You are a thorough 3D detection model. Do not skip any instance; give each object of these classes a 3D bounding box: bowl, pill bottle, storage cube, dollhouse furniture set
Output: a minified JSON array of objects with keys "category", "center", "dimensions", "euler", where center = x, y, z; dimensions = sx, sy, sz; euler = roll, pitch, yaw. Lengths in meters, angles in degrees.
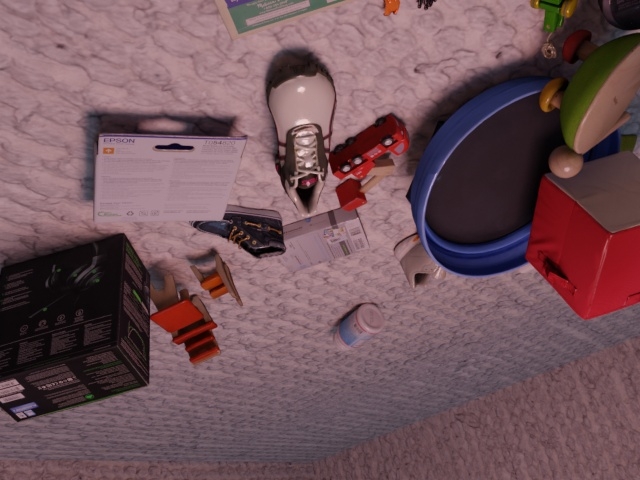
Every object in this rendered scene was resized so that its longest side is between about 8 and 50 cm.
[{"category":"bowl","center":[0.338,-0.107,1.135],"dimensions":[0.390,0.077,0.391],"euler":[-13,132,-15]},{"category":"pill bottle","center":[0.101,0.244,1.764],"dimensions":[0.087,0.087,0.160],"euler":[5,146,-32]},{"category":"storage cube","center":[0.494,-0.012,1.107],"dimensions":[0.214,0.184,0.193],"euler":[-15,131,-13]},{"category":"dollhouse furniture set","center":[-0.288,0.171,1.356],"dimensions":[0.261,0.135,0.259],"euler":[-25,162,-5]}]

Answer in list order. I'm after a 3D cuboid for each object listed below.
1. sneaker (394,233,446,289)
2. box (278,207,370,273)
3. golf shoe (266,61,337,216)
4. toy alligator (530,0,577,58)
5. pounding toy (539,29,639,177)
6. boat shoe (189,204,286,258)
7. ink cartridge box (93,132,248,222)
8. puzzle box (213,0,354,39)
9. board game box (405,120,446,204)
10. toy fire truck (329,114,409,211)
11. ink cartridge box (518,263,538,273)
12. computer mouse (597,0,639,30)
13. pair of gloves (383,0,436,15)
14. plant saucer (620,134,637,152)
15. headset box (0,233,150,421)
[{"category":"sneaker","center":[0.267,0.015,1.396],"dimensions":[0.099,0.121,0.262],"euler":[2,148,-29]},{"category":"box","center":[0.000,0.000,1.335],"dimensions":[0.186,0.038,0.145],"euler":[-19,151,6]},{"category":"golf shoe","center":[-0.019,-0.150,0.978],"dimensions":[0.105,0.120,0.273],"euler":[-10,150,-5]},{"category":"toy alligator","center":[0.327,-0.332,0.885],"dimensions":[0.051,0.056,0.190],"euler":[-55,152,-11]},{"category":"pounding toy","center":[0.392,-0.222,0.964],"dimensions":[0.183,0.110,0.237],"euler":[-45,153,-11]},{"category":"boat shoe","center":[-0.149,-0.014,1.192],"dimensions":[0.183,0.083,0.065],"euler":[1,148,-26]},{"category":"ink cartridge box","center":[-0.245,-0.108,1.020],"dimensions":[0.223,0.045,0.224],"euler":[-2,148,-23]},{"category":"puzzle box","center":[0.049,-0.380,0.664],"dimensions":[0.408,0.052,0.272],"euler":[-16,152,4]},{"category":"board game box","center":[0.295,-0.130,1.183],"dimensions":[0.243,0.042,0.165],"euler":[0,130,-25]},{"category":"toy fire truck","center":[0.086,-0.132,1.129],"dimensions":[0.192,0.047,0.135],"euler":[-31,148,26]},{"category":"ink cartridge box","center":[0.586,-0.008,1.482],"dimensions":[0.171,0.100,0.237],"euler":[-3,162,-20]},{"category":"computer mouse","center":[0.408,-0.394,0.797],"dimensions":[0.188,0.072,0.272],"euler":[-15,139,5]},{"category":"pair of gloves","center":[0.120,-0.328,0.833],"dimensions":[0.083,0.010,0.074],"euler":[-12,150,-10]},{"category":"plant saucer","center":[0.532,-0.139,1.323],"dimensions":[0.188,0.045,0.188],"euler":[-3,150,-19]},{"category":"headset box","center":[-0.443,0.141,1.147],"dimensions":[0.246,0.283,0.131],"euler":[-16,136,1]}]
